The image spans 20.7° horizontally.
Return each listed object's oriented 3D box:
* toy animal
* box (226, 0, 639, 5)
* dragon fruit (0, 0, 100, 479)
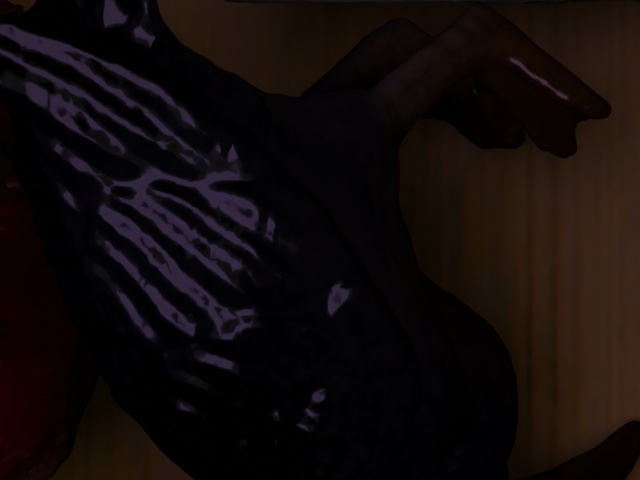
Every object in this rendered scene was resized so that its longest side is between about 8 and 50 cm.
[{"bbox_3d":[0.000,0.000,0.574,0.185,0.298,0.122,-56,27,-13],"label":"toy animal"},{"bbox_3d":[0.058,-0.187,0.552,0.291,0.220,0.166,2,67,19],"label":"box"},{"bbox_3d":[-0.191,0.009,0.636,0.252,0.241,0.240,-1,88,-11],"label":"dragon fruit"}]
